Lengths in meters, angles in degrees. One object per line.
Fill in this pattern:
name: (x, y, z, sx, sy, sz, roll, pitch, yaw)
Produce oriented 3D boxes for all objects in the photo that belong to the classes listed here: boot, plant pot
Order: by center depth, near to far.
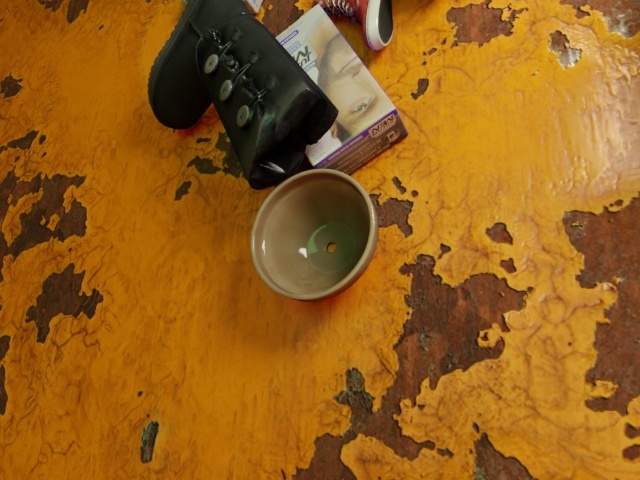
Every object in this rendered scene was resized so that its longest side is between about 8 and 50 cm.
plant pot: (0.000, 0.000, 0.810, 0.238, 0.110, 0.237, -8, 69, 21)
boot: (-0.189, -0.265, 0.912, 0.445, 0.146, 0.367, 55, 129, 27)
boot: (0.062, -0.490, 0.964, 0.176, 0.088, 0.244, -8, 62, 23)

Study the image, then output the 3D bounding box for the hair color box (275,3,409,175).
hair color box: (0.010, -0.301, 0.909, 0.185, 0.110, 0.338, -34, 64, 11)

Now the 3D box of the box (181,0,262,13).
box: (-0.217, -0.756, 1.195, 0.233, 0.058, 0.321, 13, 77, 28)
